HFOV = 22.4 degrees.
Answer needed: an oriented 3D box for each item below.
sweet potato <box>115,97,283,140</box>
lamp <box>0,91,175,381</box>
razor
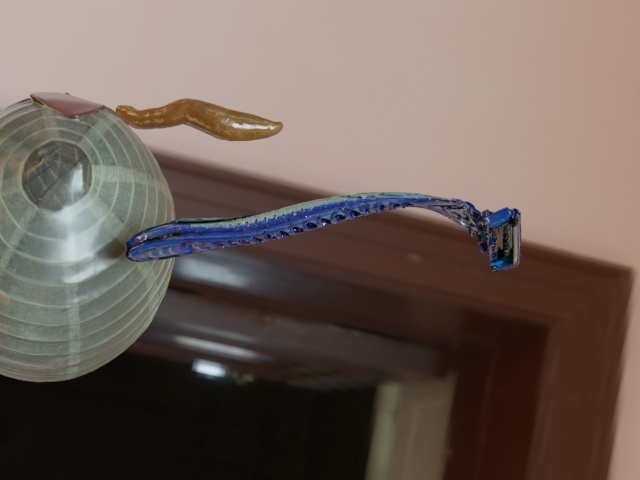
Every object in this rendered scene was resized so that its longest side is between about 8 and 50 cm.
[{"bbox_3d":[-0.128,-0.129,1.703,0.044,0.179,0.044,-174,-90,-89],"label":"sweet potato"},{"bbox_3d":[-0.239,-0.009,1.446,0.233,0.233,0.265,-47,-167,55],"label":"lamp"},{"bbox_3d":[0.001,-0.012,1.319,0.093,0.324,0.056,71,19,-66],"label":"razor"}]
